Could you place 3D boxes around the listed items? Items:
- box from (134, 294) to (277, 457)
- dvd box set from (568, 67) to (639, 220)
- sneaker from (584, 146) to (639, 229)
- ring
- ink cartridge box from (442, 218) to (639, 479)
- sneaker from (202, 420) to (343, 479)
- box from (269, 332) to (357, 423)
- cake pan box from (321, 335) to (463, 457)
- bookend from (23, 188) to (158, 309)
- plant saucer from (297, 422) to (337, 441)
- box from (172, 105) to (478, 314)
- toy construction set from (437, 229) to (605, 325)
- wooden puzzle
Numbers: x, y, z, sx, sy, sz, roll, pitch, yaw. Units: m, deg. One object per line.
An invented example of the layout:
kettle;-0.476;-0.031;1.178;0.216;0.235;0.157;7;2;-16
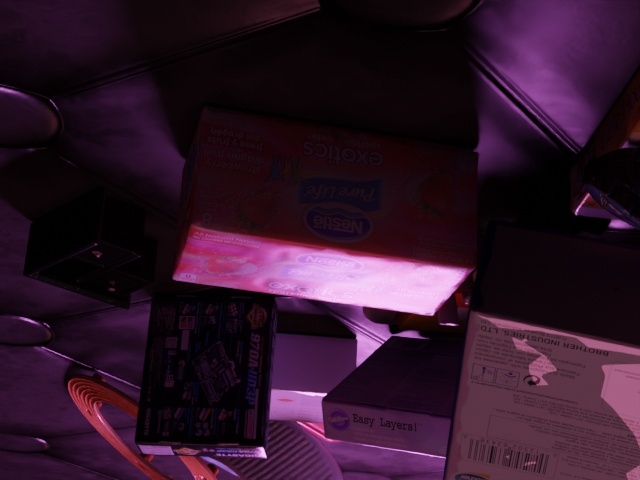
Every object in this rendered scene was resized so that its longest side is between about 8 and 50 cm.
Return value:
box;-0.153;0.182;1.847;0.175;0.220;0.051;1;154;5
dvd box set;0.440;-0.116;1.267;0.308;0.062;0.420;7;156;-6
sneaker;0.334;-0.025;1.323;0.221;0.083;0.087;23;156;-30
ring;-0.287;0.334;2.276;0.336;0.032;0.336;32;155;17
ink cartridge box;0.273;0.191;1.417;0.270;0.151;0.395;12;131;10
sneaker;-0.093;0.347;2.271;0.366;0.135;0.150;23;178;33
box;-0.015;0.212;2.057;0.130;0.091;0.170;5;157;-3
cake pan box;0.161;0.209;1.840;0.267;0.070;0.246;5;-163;24
bookend;-0.254;0.014;1.659;0.157;0.072;0.156;23;150;-38
plant saucer;0.058;0.285;2.271;0.258;0.047;0.259;-8;155;26
box;0.004;-0.027;1.436;0.300;0.142;0.154;9;155;-11
toy construction set;0.244;0.132;1.599;0.309;0.237;0.257;23;134;-30
wooden puzzle;0.194;0.084;1.790;0.239;0.044;0.221;9;156;-11
